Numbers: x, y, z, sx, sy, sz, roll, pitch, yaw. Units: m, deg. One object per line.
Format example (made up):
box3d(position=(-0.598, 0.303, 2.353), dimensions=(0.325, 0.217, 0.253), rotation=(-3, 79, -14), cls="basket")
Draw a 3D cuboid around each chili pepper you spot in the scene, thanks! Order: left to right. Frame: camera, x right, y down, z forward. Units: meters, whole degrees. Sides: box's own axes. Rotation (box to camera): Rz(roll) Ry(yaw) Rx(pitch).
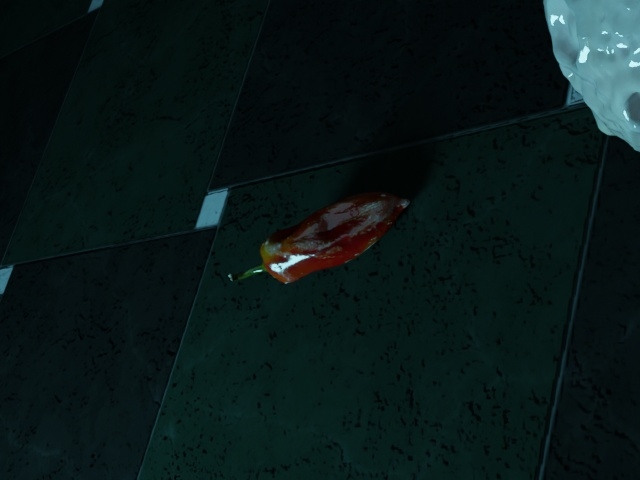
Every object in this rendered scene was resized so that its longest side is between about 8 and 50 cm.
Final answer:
box3d(position=(0.000, 0.000, 1.028), dimensions=(0.191, 0.050, 0.059), rotation=(-23, 44, 25), cls="chili pepper")

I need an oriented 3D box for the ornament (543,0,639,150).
box3d(position=(0.253, -0.163, 0.666), dimensions=(0.259, 0.225, 0.259), rotation=(-30, 45, 36), cls="ornament")
